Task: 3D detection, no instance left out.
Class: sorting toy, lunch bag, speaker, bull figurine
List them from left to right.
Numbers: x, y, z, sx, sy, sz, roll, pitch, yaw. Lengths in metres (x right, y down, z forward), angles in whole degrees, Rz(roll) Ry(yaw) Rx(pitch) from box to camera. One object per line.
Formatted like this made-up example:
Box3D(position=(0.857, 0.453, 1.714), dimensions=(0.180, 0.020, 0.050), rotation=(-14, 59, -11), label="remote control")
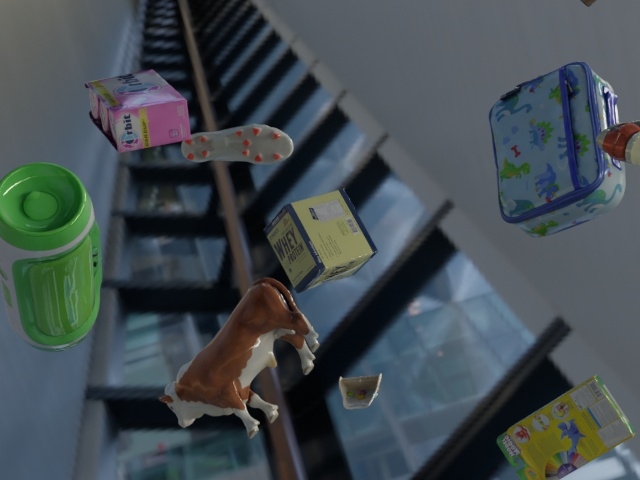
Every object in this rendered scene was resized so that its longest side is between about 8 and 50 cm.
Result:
Box3D(position=(-0.348, 0.028, 1.510), dimensions=(0.296, 0.131, 0.131), rotation=(104, -28, -57), label="speaker")
Box3D(position=(-0.135, 0.216, 2.006), dimensions=(0.188, 0.310, 0.101), rotation=(37, 8, 17), label="bull figurine")
Box3D(position=(0.075, 0.294, 2.255), dimensions=(0.075, 0.083, 0.044), rotation=(-69, 148, -57), label="sorting toy")
Box3D(position=(0.326, -0.127, 1.622), dimensions=(0.090, 0.176, 0.218), rotation=(28, 53, -41), label="lunch bag")

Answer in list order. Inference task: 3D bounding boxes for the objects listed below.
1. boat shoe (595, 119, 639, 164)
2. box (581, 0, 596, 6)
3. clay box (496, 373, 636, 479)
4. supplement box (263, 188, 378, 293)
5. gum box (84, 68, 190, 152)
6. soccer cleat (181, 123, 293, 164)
Box3D(position=(0.330, -0.101, 1.180), dimensions=(0.043, 0.137, 0.049), rotation=(24, -64, 43), label="boat shoe")
Box3D(position=(0.303, -0.396, 1.478), dimensions=(0.114, 0.207, 0.036), rotation=(-36, -159, 49), label="box")
Box3D(position=(0.446, 0.356, 2.165), dimensions=(0.127, 0.222, 0.053), rotation=(58, 19, 10), label="clay box")
Box3D(position=(0.000, 0.000, 1.268), dimensions=(0.083, 0.083, 0.056), rotation=(61, -38, 16), label="supplement box")
Box3D(position=(-0.269, -0.192, 1.721), dimensions=(0.188, 0.107, 0.062), rotation=(-137, -142, -58), label="gum box")
Box3D(position=(-0.137, -0.161, 1.985), dimensions=(0.076, 0.196, 0.068), rotation=(-29, 118, -74), label="soccer cleat")
